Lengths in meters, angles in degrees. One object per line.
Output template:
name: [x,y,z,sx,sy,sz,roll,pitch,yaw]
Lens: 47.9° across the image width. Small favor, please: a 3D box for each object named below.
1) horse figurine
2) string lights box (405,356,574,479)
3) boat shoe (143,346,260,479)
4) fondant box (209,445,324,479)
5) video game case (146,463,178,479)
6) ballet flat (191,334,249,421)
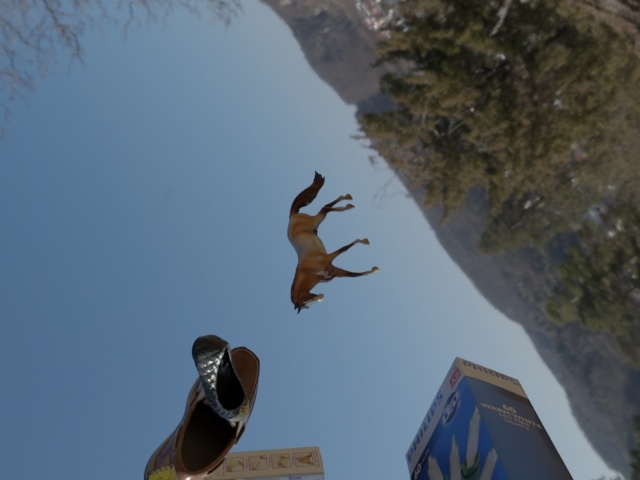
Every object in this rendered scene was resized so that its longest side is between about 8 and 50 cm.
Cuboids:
horse figurine: [0.000,0.000,1.394,0.066,0.175,0.263,57,-167,-64]
string lights box: [0.150,0.227,0.639,0.077,0.133,0.259,21,-164,-7]
boat shoe: [-0.170,0.294,1.208,0.123,0.116,0.324,36,-141,-9]
fondant box: [-0.161,0.600,1.626,0.096,0.330,0.238,-113,22,-66]
video game case: [-0.156,0.430,0.884,0.210,0.042,0.232,-125,22,-58]
ballet flat: [-0.131,0.197,0.995,0.057,0.049,0.173,-54,-38,-35]
